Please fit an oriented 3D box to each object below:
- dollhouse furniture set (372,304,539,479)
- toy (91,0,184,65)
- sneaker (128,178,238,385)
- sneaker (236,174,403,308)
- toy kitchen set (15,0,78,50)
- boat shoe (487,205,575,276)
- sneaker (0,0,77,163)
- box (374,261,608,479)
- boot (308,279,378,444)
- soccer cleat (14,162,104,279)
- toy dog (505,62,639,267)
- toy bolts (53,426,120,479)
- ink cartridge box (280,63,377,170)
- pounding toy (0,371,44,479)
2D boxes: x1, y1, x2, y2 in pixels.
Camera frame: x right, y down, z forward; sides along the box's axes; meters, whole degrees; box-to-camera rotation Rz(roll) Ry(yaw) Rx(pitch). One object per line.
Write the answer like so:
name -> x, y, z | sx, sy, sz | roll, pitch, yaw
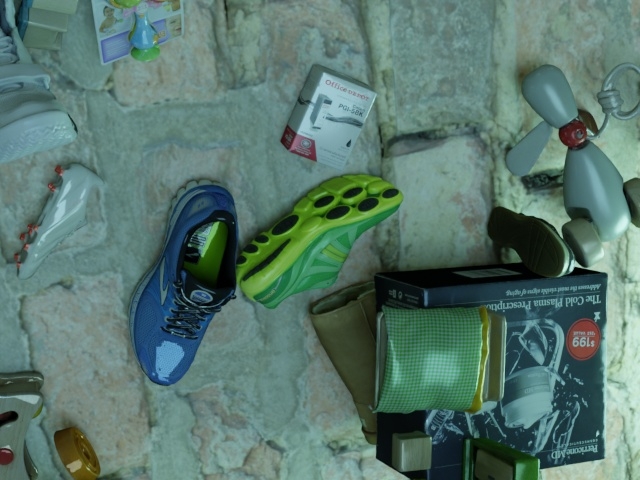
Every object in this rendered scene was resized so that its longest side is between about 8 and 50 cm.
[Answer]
dollhouse furniture set -> 0.193, 0.249, 1.715 | 0.198, 0.151, 0.301 | -1, 96, -21
toy -> -0.243, -0.342, 1.637 | 0.137, 0.056, 0.237 | -25, 147, -23
sneaker -> -0.206, 0.077, 1.823 | 0.130, 0.147, 0.329 | 11, 107, -20
sneaker -> 0.000, 0.000, 1.894 | 0.296, 0.109, 0.123 | -33, 139, -4
toy kitchen set -> -0.397, -0.392, 1.636 | 0.122, 0.166, 0.207 | 7, 71, -20
boat shoe -> 0.351, -0.001, 1.919 | 0.073, 0.223, 0.080 | 5, 106, -25
sneaker -> -0.426, -0.218, 1.536 | 0.137, 0.366, 0.210 | -20, 108, -21
box -> 0.275, 0.205, 1.926 | 0.343, 0.179, 0.312 | -4, 98, -23
boot -> 0.132, 0.187, 1.999 | 0.236, 0.089, 0.269 | -25, 111, -13
soccer cleat -> -0.390, -0.021, 1.776 | 0.076, 0.068, 0.196 | 25, 99, -26
toy dog -> 0.421, -0.127, 1.956 | 0.220, 0.161, 0.333 | -9, 98, -11
toy bolts -> -0.400, 0.434, 1.901 | 0.159, 0.218, 0.228 | -30, 156, 1
ink cartridge box -> 0.012, -0.189, 1.836 | 0.099, 0.056, 0.135 | 18, 104, -21
pounding toy -> -0.495, 0.345, 1.833 | 0.154, 0.155, 0.269 | 22, 104, -19
